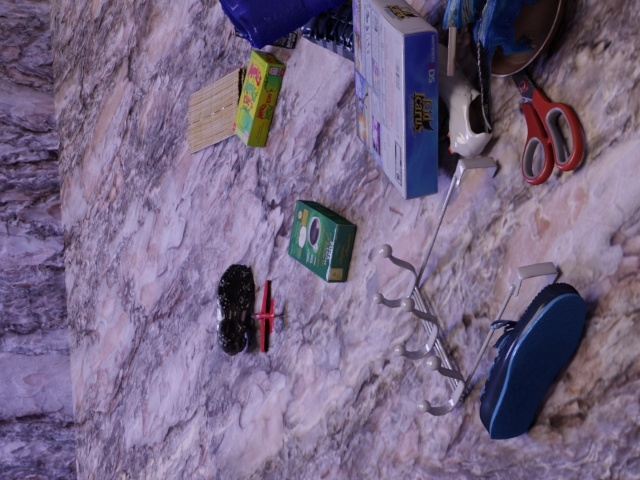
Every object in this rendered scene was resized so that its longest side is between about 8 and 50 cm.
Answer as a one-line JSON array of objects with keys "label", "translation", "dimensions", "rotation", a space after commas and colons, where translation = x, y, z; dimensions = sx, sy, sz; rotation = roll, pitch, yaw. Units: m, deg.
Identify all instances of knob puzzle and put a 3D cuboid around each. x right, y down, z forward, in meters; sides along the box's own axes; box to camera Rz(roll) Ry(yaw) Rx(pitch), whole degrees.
[{"label": "knob puzzle", "translation": [0.204, -0.354, 1.630], "dimensions": [0.213, 0.030, 0.213], "rotation": [5, -90, -81]}]

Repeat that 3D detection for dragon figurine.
[{"label": "dragon figurine", "translation": [0.220, -0.299, 1.514], "dimensions": [0.085, 0.144, 0.289], "rotation": [33, 109, 40]}]

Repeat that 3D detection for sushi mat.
[{"label": "sushi mat", "translation": [-0.243, -0.294, 2.659], "dimensions": [0.316, 0.019, 0.151], "rotation": [-11, 78, 63]}]

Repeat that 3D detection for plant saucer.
[{"label": "plant saucer", "translation": [0.280, -0.323, 1.613], "dimensions": [0.198, 0.036, 0.198], "rotation": [-23, 63, 56]}]

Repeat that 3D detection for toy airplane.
[{"label": "toy airplane", "translation": [-0.110, 0.154, 2.324], "dimensions": [0.151, 0.028, 0.151], "rotation": [-21, 67, 61]}]

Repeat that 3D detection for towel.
[{"label": "towel", "translation": [-0.018, -0.448, 1.994], "dimensions": [0.227, 0.308, 0.076], "rotation": [58, 176, 46]}]

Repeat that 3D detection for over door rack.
[{"label": "over door rack", "translation": [0.183, 0.066, 1.682], "dimensions": [0.324, 0.108, 0.239], "rotation": [-62, 36, 38]}]

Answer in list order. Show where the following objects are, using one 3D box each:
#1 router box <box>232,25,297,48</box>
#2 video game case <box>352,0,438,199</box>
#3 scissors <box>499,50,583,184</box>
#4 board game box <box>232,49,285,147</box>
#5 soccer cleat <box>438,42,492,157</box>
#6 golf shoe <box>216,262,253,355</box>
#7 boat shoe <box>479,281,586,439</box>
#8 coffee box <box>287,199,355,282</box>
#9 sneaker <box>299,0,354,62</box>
[{"label": "router box", "translation": [-0.114, -0.421, 2.347], "dimensions": [0.122, 0.092, 0.038], "rotation": [35, 117, 60]}, {"label": "video game case", "translation": [0.115, -0.238, 1.795], "dimensions": [0.244, 0.061, 0.269], "rotation": [-121, 24, -56]}, {"label": "scissors", "translation": [0.298, -0.207, 1.599], "dimensions": [0.109, 0.021, 0.297], "rotation": [-44, 42, 45]}, {"label": "board game box", "translation": [-0.130, -0.296, 2.413], "dimensions": [0.092, 0.043, 0.181], "rotation": [50, 129, 54]}, {"label": "soccer cleat", "translation": [0.210, -0.217, 1.723], "dimensions": [0.076, 0.068, 0.196], "rotation": [-39, 59, 48]}, {"label": "golf shoe", "translation": [-0.188, 0.147, 2.427], "dimensions": [0.094, 0.077, 0.198], "rotation": [124, 155, -67]}, {"label": "boat shoe", "translation": [0.258, 0.150, 1.525], "dimensions": [0.258, 0.109, 0.089], "rotation": [-65, 30, 31]}, {"label": "coffee box", "translation": [0.000, 0.000, 2.119], "dimensions": [0.184, 0.040, 0.113], "rotation": [31, 114, 61]}, {"label": "sneaker", "translation": [0.033, -0.364, 2.018], "dimensions": [0.300, 0.121, 0.111], "rotation": [41, 123, 58]}]
